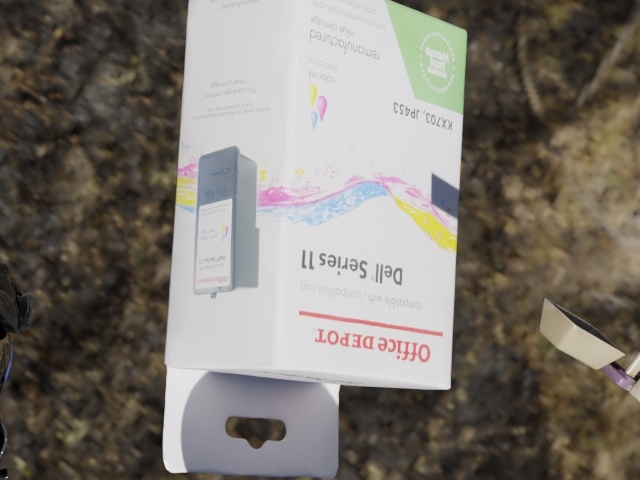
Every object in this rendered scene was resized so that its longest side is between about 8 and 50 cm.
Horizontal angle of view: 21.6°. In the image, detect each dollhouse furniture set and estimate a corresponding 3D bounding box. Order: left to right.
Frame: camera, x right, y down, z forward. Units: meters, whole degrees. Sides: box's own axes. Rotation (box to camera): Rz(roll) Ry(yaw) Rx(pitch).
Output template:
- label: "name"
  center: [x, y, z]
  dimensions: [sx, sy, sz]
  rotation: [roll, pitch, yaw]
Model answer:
- label: "dollhouse furniture set"
  center: [0.199, 0.054, 1.013]
  dimensions: [0.081, 0.091, 0.114]
  rotation: [-52, 138, 9]

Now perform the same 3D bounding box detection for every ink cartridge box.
- label: "ink cartridge box"
  center: [0.000, 0.000, 1.237]
  dimensions: [0.207, 0.119, 0.354]
  rotation: [11, 80, -48]

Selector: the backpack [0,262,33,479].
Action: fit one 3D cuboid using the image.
- label: "backpack"
  center: [-0.331, 0.038, 1.178]
  dimensions: [0.213, 0.276, 0.263]
  rotation: [-10, 117, -1]
